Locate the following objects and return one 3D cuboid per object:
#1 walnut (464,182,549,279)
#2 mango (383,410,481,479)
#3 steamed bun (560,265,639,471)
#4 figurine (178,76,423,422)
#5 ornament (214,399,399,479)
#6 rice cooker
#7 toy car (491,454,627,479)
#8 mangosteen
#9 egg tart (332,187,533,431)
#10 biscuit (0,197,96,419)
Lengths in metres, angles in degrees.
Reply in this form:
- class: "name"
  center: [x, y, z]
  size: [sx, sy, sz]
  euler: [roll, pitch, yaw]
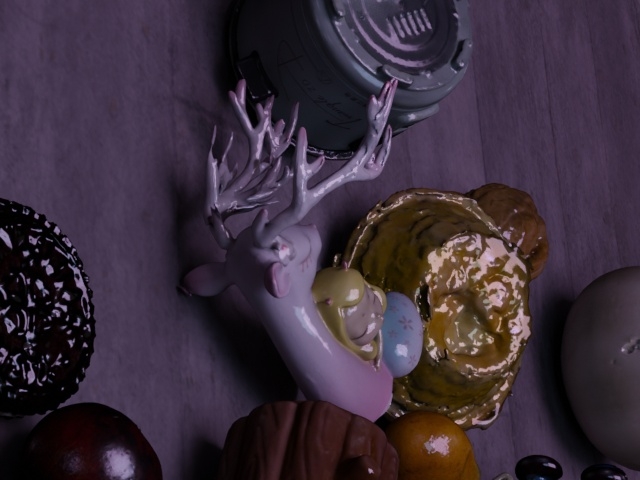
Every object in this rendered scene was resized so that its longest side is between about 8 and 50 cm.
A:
- class: "walnut"
  center: [0.224, 0.008, 1.918]
  size: [0.184, 0.155, 0.155]
  euler: [-42, 112, -54]
- class: "mango"
  center: [0.123, 0.261, 1.685]
  size: [0.165, 0.115, 0.089]
  euler: [67, 3, -53]
- class: "steamed bun"
  center: [0.486, 0.196, 2.193]
  size: [0.324, 0.206, 0.324]
  euler: [25, 59, -50]
- class: "figurine"
  center: [-0.013, 0.002, 1.496]
  size: [0.284, 0.206, 0.315]
  euler: [-63, 143, -23]
- class: "ornament"
  center: [-0.021, 0.279, 1.356]
  size: [0.235, 0.221, 0.217]
  euler: [27, 45, -17]
- class: "rice cooker"
  center: [0.030, -0.224, 1.637]
  size: [0.280, 0.227, 0.241]
  euler: [-28, 91, -39]
- class: "toy car"
  center: [0.301, 0.405, 1.818]
  size: [0.198, 0.248, 0.204]
  euler: [98, 0, -53]
- class: "mangosteen"
  center: [-0.198, 0.206, 1.194]
  size: [0.140, 0.140, 0.140]
  euler: [31, 52, -49]
- class: "egg tart"
  center: [0.159, 0.084, 1.723]
  size: [0.315, 0.120, 0.315]
  euler: [4, 83, -34]
- class: "biscuit"
  center: [-0.263, 0.056, 1.206]
  size: [0.194, 0.053, 0.194]
  euler: [30, 53, -49]
